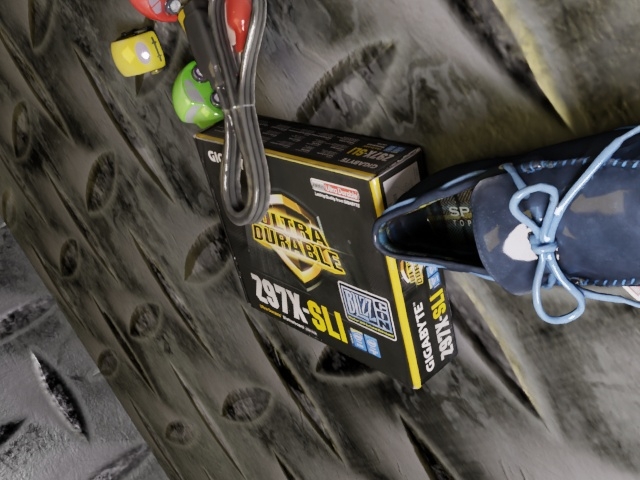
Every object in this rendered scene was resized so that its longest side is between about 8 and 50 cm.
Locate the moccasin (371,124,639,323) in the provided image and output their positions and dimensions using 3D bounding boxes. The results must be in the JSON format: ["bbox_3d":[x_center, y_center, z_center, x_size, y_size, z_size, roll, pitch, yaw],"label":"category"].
[{"bbox_3d":[0.165,0.000,0.609,0.342,0.116,0.138,-10,102,62],"label":"moccasin"}]

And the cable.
[{"bbox_3d":[-0.079,-0.165,0.847,0.139,0.072,0.287,-17,91,41],"label":"cable"}]

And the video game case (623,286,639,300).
[{"bbox_3d":[0.244,-0.016,0.609,0.087,0.011,0.122,48,148,18],"label":"video game case"}]

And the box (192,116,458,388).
[{"bbox_3d":[0.000,0.000,0.922,0.322,0.079,0.257,20,135,47],"label":"box"}]

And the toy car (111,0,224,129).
[{"bbox_3d":[-0.193,-0.225,1.020,0.225,0.053,0.239,54,150,7],"label":"toy car"}]
